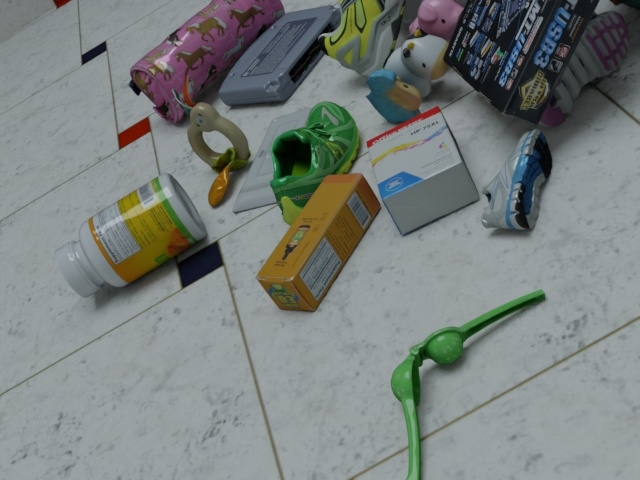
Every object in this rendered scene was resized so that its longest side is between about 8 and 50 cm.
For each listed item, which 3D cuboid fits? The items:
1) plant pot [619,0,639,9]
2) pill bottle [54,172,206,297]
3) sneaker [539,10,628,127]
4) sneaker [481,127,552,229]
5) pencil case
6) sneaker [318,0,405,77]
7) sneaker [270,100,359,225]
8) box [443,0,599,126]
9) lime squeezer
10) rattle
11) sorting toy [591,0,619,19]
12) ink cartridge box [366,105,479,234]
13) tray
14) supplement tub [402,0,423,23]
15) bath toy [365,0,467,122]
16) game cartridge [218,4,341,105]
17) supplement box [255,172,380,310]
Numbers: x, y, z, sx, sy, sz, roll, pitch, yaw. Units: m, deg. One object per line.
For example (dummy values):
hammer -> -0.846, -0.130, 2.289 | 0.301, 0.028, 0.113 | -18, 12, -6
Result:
plant pot -> 0.539, -0.476, 1.583 | 0.290, 0.195, 0.290 | -17, 47, 19
pill bottle -> -0.339, -0.002, 1.775 | 0.246, 0.136, 0.136 | -31, 33, 3
sneaker -> 0.384, -0.275, 1.574 | 0.236, 0.095, 0.104 | -44, 27, -15
sneaker -> 0.275, -0.089, 1.439 | 0.083, 0.071, 0.190 | -11, 38, 39
pencil case -> -0.246, -0.436, 2.243 | 0.386, 0.160, 0.167 | -47, 25, -20
sneaker -> 0.102, -0.493, 1.838 | 0.147, 0.384, 0.145 | 16, 18, 0
sneaker -> -0.012, -0.156, 1.711 | 0.109, 0.123, 0.295 | -14, 37, 26
box -> 0.312, -0.358, 1.517 | 0.293, 0.073, 0.295 | -117, 46, -61
lime squeezer -> 0.154, 0.154, 1.231 | 0.110, 0.059, 0.310 | 9, 51, 47
rattle -> -0.231, -0.185, 1.863 | 0.130, 0.199, 0.143 | 12, 53, 47
sorting toy -> 0.405, -0.419, 1.783 | 0.307, 0.041, 0.229 | -26, 33, 11
ink cartridge box -> 0.153, -0.124, 1.575 | 0.134, 0.078, 0.231 | -26, 33, 10
tray -> -0.072, -0.162, 1.859 | 0.145, 0.030, 0.270 | -13, 38, 29
supplement tub -> 0.161, -0.569, 2.045 | 0.191, 0.191, 0.272 | -32, 33, 2
bath toy -> 0.195, -0.375, 1.776 | 0.151, 0.129, 0.348 | -2, 51, 48
game cartridge -> -0.086, -0.396, 2.157 | 0.196, 0.060, 0.294 | 6, 49, 39
supplement box -> 0.000, 0.000, 1.544 | 0.078, 0.080, 0.233 | 1, 44, 42
